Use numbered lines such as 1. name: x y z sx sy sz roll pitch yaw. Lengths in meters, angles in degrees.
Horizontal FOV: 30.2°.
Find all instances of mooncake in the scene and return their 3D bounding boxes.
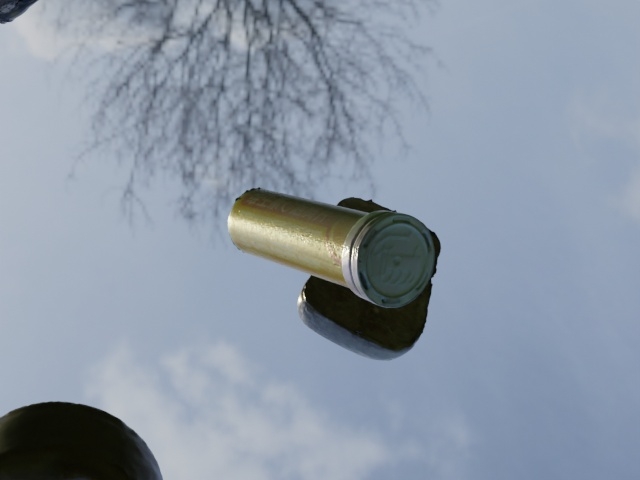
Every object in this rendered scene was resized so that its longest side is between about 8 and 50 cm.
1. mooncake: -0.347 0.367 1.566 0.285 0.284 0.155 4 -161 -5

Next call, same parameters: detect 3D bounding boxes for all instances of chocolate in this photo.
1. chocolate: 0.067 0.063 1.736 0.185 0.100 0.303 31 -145 -6

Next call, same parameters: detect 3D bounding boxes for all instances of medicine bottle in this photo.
1. medicine bottle: 0.000 0.000 0.980 0.074 0.073 0.218 -14 -164 -30

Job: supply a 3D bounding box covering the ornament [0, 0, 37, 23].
1. ornament: -0.184 -0.125 0.624 0.125 0.028 0.073 -26 172 12
